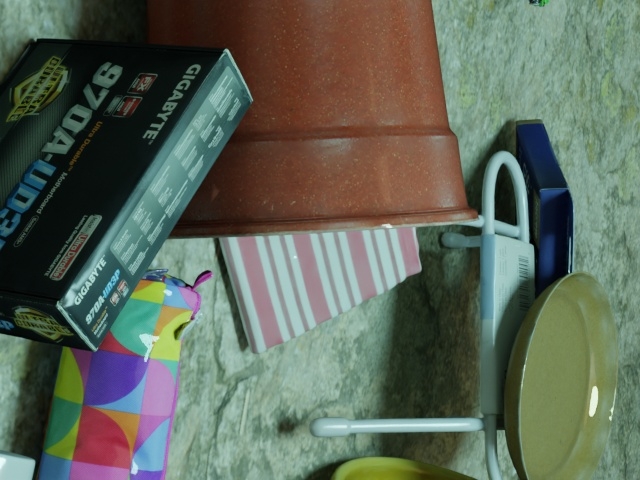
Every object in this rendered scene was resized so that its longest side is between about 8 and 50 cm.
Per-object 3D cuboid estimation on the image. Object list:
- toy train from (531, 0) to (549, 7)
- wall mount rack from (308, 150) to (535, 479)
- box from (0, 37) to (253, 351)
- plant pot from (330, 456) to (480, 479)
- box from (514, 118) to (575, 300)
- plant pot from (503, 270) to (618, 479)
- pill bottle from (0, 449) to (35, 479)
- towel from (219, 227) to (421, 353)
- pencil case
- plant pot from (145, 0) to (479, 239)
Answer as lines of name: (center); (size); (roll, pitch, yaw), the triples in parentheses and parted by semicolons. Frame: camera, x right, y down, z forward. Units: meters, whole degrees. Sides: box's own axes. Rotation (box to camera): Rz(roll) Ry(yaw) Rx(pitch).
toy train: (0.248, -0.306, 1.744); (0.023, 0.017, 0.083); (-18, 112, -44)
wall mount rack: (0.117, 0.083, 1.503); (0.304, 0.130, 0.350); (12, 76, -60)
box: (-0.169, -0.037, 1.007); (0.220, 0.175, 0.051); (-60, 141, -29)
plant pot: (0.093, 0.366, 1.461); (0.254, 0.254, 0.239); (-1, 113, -57)
box: (0.239, -0.026, 1.657); (0.225, 0.036, 0.136); (-95, -178, -64)
plant pot: (0.237, 0.147, 1.527); (0.236, 0.032, 0.236); (-9, 101, -56)
pill bottle: (-0.253, 0.239, 0.983); (0.124, 0.124, 0.222); (26, 74, -56)
towel: (0.000, 0.000, 1.361); (0.197, 0.029, 0.144); (-26, 116, -26)
pencil case: (-0.151, 0.128, 1.134); (0.104, 0.104, 0.236); (15, 87, -57)
plant pot: (-0.021, -0.140, 1.159); (0.272, 0.272, 0.265); (-6, 94, -57)
